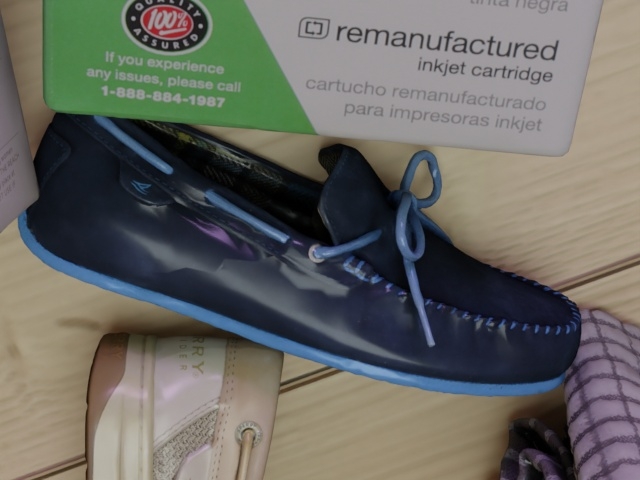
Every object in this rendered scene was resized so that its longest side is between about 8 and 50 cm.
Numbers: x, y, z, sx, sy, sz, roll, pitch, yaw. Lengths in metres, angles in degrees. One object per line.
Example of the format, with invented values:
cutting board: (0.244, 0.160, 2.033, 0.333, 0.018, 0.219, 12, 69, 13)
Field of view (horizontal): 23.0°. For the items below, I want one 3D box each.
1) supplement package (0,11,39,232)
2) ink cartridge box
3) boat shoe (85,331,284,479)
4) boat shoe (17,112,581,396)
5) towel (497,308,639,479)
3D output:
supplement package: (-0.237, -0.116, 0.562, 0.177, 0.175, 0.293, -1, 113, 15)
ink cartridge box: (0.009, -0.188, 0.563, 0.211, 0.121, 0.289, 5, 126, -2)
boat shoe: (-0.058, 0.189, 0.758, 0.098, 0.109, 0.302, 0, 106, -3)
boat shoe: (0.000, 0.000, 0.687, 0.258, 0.109, 0.089, 15, 106, -13)
towel: (0.217, 0.178, 0.708, 0.283, 0.235, 0.121, 23, 114, -13)
